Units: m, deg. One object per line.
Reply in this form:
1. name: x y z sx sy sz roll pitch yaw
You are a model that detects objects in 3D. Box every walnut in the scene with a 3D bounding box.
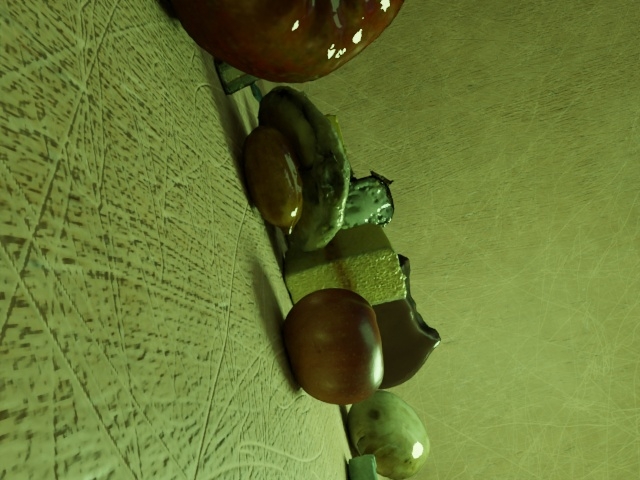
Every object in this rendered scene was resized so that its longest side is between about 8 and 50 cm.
1. walnut: -0.083 -0.111 1.101 0.116 0.116 0.207 -11 85 -87

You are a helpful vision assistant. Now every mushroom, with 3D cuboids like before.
1. mushroom: 0.171 0.513 1.579 0.255 0.184 0.254 29 39 -27

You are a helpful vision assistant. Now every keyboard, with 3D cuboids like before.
1. keyboard: -0.188 -0.441 1.790 0.176 0.014 0.055 -59 132 -86

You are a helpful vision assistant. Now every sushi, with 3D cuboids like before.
1. sushi: 0.087 -0.101 1.910 0.196 0.344 0.182 62 7 -14

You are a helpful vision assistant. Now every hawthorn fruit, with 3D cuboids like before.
1. hawthorn fruit: -0.079 -0.448 0.882 0.403 0.403 0.402 -17 90 -87

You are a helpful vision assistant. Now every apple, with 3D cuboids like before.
1. apple: 0.021 0.180 1.018 0.201 0.162 0.201 174 -90 -89

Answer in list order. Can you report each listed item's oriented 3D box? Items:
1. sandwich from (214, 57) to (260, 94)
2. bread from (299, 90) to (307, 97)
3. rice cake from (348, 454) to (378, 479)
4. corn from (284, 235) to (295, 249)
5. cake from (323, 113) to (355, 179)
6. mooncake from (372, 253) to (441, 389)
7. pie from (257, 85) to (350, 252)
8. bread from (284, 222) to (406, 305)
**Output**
1. sandwich: -0.198 -0.363 1.235 0.163 0.113 0.079 23 -39 47
2. bread: -0.102 -0.426 2.022 0.077 0.152 0.105 58 12 -75
3. rice cake: 0.097 0.543 1.209 0.336 0.066 0.062 -91 173 -75
4. corn: -0.068 0.011 1.444 0.027 0.028 0.083 14 62 -68
5. cake: -0.030 -0.303 1.980 0.227 0.223 0.285 60 14 -85
6. mooncake: 0.126 0.181 1.451 0.326 0.333 0.174 32 10 -9
7. pie: -0.045 -0.144 1.212 0.339 0.077 0.338 40 -40 46
8. bread: 0.050 0.059 1.293 0.178 0.240 0.135 -98 171 -66
